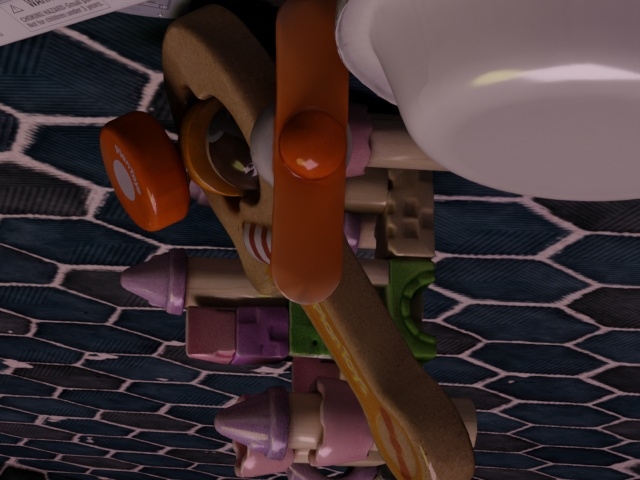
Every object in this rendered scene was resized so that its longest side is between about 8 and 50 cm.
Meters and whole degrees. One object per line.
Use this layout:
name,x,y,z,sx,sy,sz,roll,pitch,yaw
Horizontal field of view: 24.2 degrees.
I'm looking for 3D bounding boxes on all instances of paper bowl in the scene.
paper bowl,0.149,-0.118,0.825,0.284,0.148,0.284,5,161,2

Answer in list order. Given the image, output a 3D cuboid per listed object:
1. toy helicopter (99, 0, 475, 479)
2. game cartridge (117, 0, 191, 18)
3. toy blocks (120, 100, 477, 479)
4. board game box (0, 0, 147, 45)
toy helicopter,0.000,0.000,0.955,0.140,0.355,0.235,-26,166,-22
game cartridge,-0.125,-0.165,0.973,0.083,0.017,0.056,9,159,-12
toy blocks,-0.038,0.059,1.218,0.260,0.288,0.309,2,166,-10
board game box,-0.274,-0.185,0.777,0.347,0.078,0.233,-9,146,38
